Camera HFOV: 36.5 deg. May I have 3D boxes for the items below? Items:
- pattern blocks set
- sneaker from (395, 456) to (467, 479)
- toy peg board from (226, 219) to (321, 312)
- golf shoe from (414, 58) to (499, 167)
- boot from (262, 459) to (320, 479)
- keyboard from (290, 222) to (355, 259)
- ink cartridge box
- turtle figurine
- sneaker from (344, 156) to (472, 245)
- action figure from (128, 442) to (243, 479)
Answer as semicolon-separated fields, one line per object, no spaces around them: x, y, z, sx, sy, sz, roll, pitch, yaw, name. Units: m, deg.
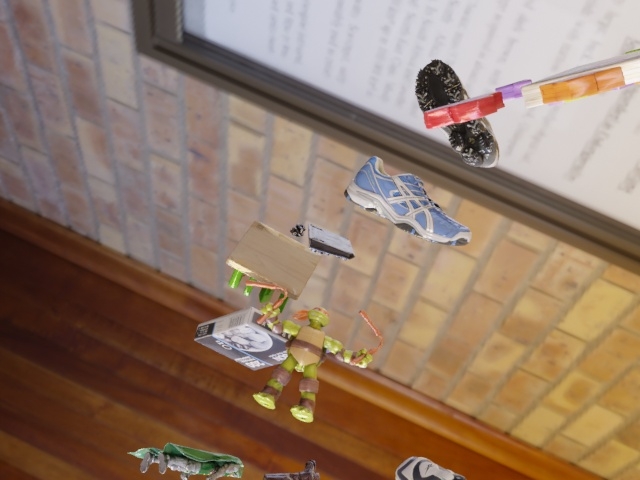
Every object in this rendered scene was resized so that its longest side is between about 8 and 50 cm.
0.289;-0.160;0.916;0.285;0.324;0.026;-23;101;-40;pattern blocks set
0.241;0.503;1.754;0.094;0.235;0.153;-25;-169;-33;sneaker
-0.104;0.060;1.999;0.079;0.161;0.161;-63;178;35;toy peg board
0.213;-0.190;1.506;0.077;0.198;0.094;-32;157;19;golf shoe
-0.063;0.454;1.875;0.106;0.114;0.037;-155;-118;-79;boot
0.000;0.000;1.603;0.180;0.108;0.023;-102;-147;-82;keyboard
-0.107;0.202;1.879;0.206;0.208;0.045;-22;-134;52;ink cartridge box
-0.040;0.196;1.719;0.217;0.269;0.087;-67;-174;-24;turtle figurine
0.141;-0.056;1.493;0.081;0.211;0.080;-63;167;7;sneaker
-0.219;0.408;1.767;0.232;0.137;0.064;21;69;-48;action figure
